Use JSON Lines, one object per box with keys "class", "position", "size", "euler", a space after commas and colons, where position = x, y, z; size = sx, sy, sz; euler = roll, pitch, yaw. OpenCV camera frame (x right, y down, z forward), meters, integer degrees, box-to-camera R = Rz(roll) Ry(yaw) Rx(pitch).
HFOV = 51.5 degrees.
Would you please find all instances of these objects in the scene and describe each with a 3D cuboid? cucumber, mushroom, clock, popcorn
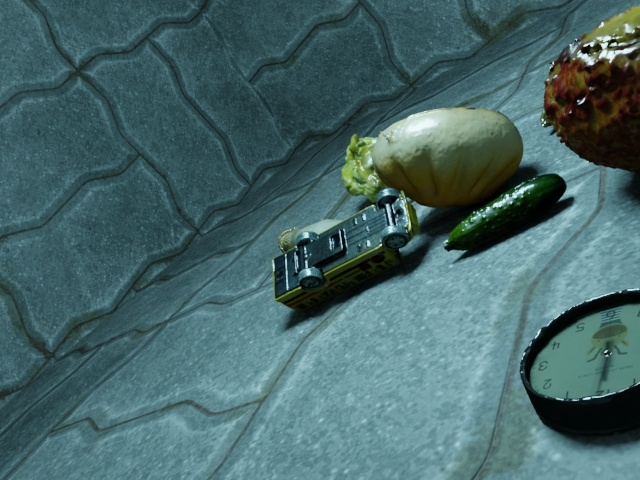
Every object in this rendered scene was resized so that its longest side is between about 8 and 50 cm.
{"class": "cucumber", "position": [0.308, -0.043, 1.124], "size": [0.227, 0.069, 0.069], "euler": [-32, 13, 21]}
{"class": "mushroom", "position": [0.000, 0.000, 1.653], "size": [0.122, 0.095, 0.351], "euler": [6, -5, -28]}
{"class": "clock", "position": [0.288, 0.114, 0.664], "size": [0.184, 0.040, 0.184], "euler": [-33, 13, 8]}
{"class": "popcorn", "position": [0.144, -0.200, 1.841], "size": [0.187, 0.186, 0.167], "euler": [-9, 17, -39]}

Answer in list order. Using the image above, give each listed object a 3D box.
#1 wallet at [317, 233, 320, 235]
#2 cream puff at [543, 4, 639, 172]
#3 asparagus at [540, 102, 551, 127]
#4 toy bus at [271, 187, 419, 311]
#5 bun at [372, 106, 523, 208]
{"class": "wallet", "position": [-0.001, 0.023, 1.494], "size": [0.111, 0.030, 0.166], "euler": [0, -19, -10]}
{"class": "cream puff", "position": [0.487, -0.215, 0.926], "size": [0.350, 0.229, 0.350], "euler": [-19, -5, -2]}
{"class": "asparagus", "position": [0.568, -0.336, 1.506], "size": [0.287, 0.080, 0.080], "euler": [-43, 15, -30]}
{"class": "toy bus", "position": [0.053, 0.028, 1.349], "size": [0.335, 0.123, 0.121], "euler": [-28, 46, 26]}
{"class": "bun", "position": [0.249, -0.144, 1.325], "size": [0.298, 0.165, 0.299], "euler": [-3, -12, -1]}
